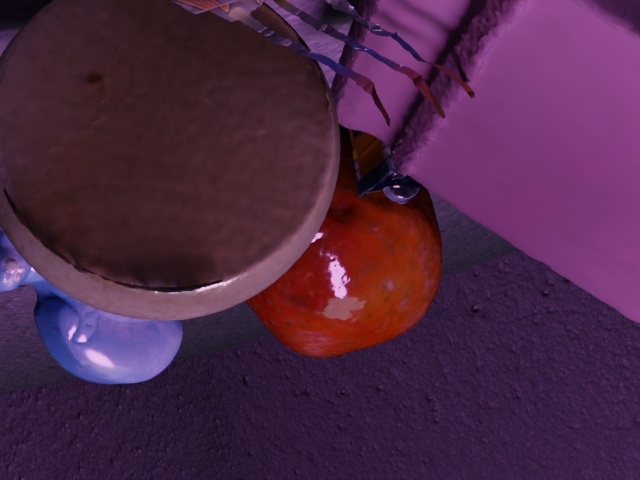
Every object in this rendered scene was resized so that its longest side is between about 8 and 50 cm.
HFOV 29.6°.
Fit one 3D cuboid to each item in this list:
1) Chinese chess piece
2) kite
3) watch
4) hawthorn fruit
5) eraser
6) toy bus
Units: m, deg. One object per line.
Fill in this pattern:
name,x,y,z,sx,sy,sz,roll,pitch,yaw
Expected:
Chinese chess piece,-0.084,-0.051,0.643,0.188,0.188,0.083,-14,171,-14
kite,-0.029,-0.113,0.563,0.229,0.016,0.127,30,159,-33
watch,-0.184,-0.014,0.842,0.211,0.210,0.193,-9,-172,-42
hawthorn fruit,0.000,0.000,1.118,0.211,0.210,0.262,-19,165,18
eraser,0.153,-0.082,0.639,0.122,0.272,0.359,-55,180,-10
toy bus,0.121,-0.096,1.036,0.182,0.103,0.091,-7,169,-18
